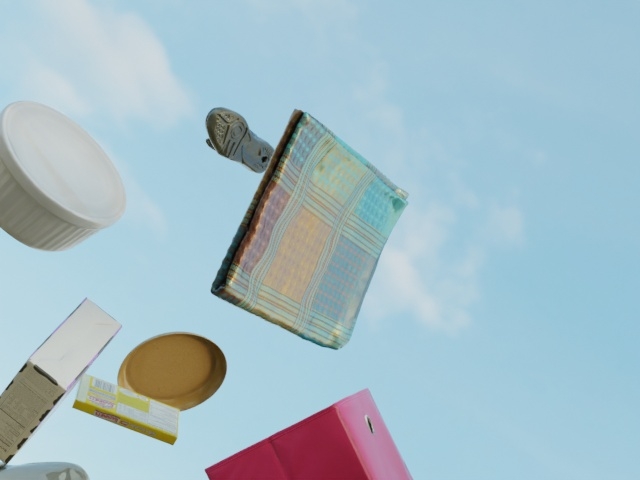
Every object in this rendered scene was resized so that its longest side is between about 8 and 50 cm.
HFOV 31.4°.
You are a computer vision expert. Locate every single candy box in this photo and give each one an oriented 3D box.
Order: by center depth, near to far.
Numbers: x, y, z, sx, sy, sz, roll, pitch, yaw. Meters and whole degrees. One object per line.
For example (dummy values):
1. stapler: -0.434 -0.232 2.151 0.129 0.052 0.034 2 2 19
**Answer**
1. candy box: -0.383 0.196 1.592 0.070 0.165 0.196 40 -56 -4
2. candy box: -0.368 0.321 2.170 0.206 0.105 0.027 24 -70 -13

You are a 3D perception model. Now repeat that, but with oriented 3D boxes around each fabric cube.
1. fabric cube: 0.005 0.425 1.903 0.259 0.254 0.258 -29 -99 12

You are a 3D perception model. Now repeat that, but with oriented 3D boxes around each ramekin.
1. ramekin: -0.478 -0.101 1.964 0.127 0.273 0.273 -39 -70 20

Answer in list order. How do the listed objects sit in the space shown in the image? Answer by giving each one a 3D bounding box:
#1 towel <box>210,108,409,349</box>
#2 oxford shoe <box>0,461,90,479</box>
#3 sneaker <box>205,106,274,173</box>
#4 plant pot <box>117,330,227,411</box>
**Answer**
1. towel: 0.000 0.000 1.584 0.040 0.271 0.370 21 -6 29
2. oxford shoe: -0.648 0.475 2.074 0.450 0.169 0.130 -5 -47 -10
3. sneaker: -0.189 -0.210 2.226 0.130 0.087 0.227 29 -1 27
4. plant pot: -0.320 0.278 2.444 0.236 0.032 0.236 -9 -51 -12
